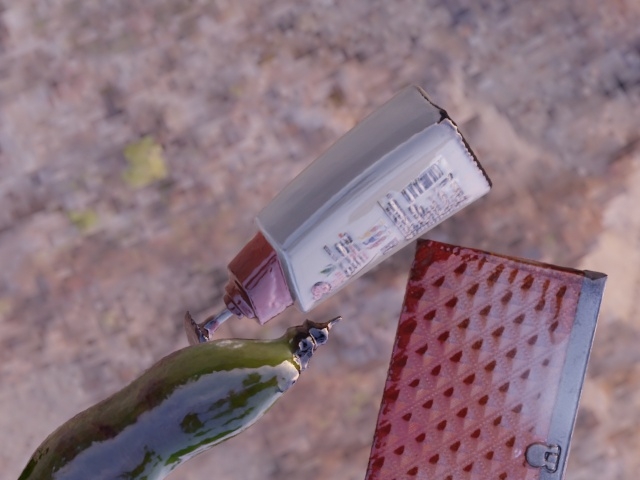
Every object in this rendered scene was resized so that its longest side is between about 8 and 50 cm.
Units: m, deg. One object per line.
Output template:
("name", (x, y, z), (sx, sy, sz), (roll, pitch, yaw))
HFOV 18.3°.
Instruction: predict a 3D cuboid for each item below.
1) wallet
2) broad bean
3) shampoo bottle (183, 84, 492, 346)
("wallet", (0.079, 0.102, 1.028), (0.103, 0.196, 0.020), (13, -177, 14))
("broad bean", (-0.131, 0.142, 1.408), (0.339, 0.077, 0.061), (-34, -167, 4))
("shampoo bottle", (0.000, 0.000, 1.599), (0.284, 0.071, 0.153), (-37, 152, 0))
